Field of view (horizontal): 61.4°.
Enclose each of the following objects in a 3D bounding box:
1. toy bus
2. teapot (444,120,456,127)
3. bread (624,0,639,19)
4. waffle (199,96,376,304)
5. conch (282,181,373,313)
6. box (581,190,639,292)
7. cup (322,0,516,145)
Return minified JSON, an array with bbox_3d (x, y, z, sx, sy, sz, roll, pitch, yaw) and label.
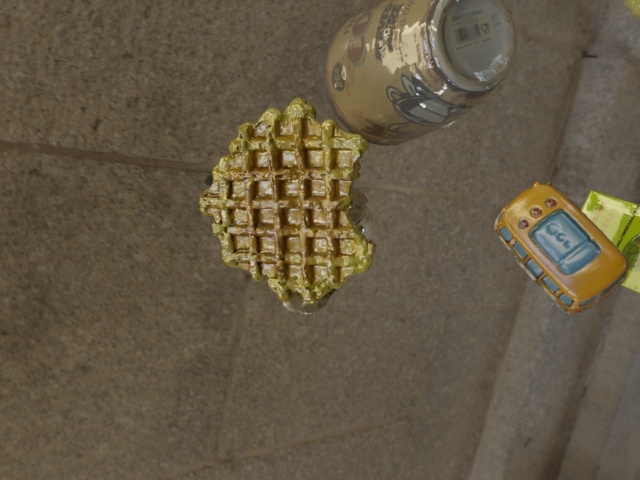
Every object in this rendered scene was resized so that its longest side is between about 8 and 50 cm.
[{"bbox_3d":[0.367,0.006,0.831,0.126,0.209,0.136,-40,161,11],"label":"toy bus"},{"bbox_3d":[0.293,-0.360,1.286,0.077,0.107,0.200,21,64,-16],"label":"teapot"},{"bbox_3d":[0.723,-0.469,0.984,0.321,0.320,0.237,9,123,-38],"label":"bread"},{"bbox_3d":[-0.035,-0.044,0.746,0.051,0.291,0.291,-41,138,-67],"label":"waffle"},{"bbox_3d":[-0.006,-0.005,1.172,0.263,0.186,0.324,34,87,-45],"label":"conch"},{"bbox_3d":[0.732,0.022,1.224,0.047,0.335,0.187,17,101,-37],"label":"box"},{"bbox_3d":[0.189,-0.282,0.821,0.301,0.257,0.227,-29,106,-20],"label":"cup"}]
